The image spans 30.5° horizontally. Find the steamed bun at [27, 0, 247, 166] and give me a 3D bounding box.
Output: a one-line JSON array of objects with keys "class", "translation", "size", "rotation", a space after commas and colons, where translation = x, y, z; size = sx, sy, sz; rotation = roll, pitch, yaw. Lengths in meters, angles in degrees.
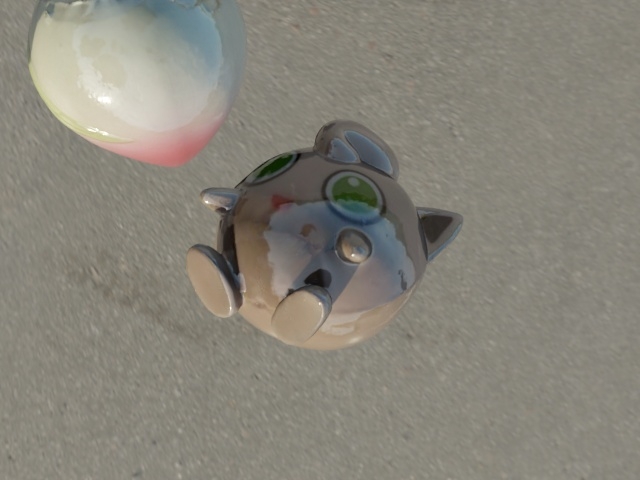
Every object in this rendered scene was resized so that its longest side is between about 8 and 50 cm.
[{"class": "steamed bun", "translation": [-0.238, -0.232, 1.612], "size": [0.309, 0.309, 0.309], "rotation": [-6, 109, -18]}]

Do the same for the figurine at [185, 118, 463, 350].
[{"class": "figurine", "translation": [0.000, 0.000, 0.669], "size": [0.138, 0.125, 0.125], "rotation": [-40, 121, -40]}]
